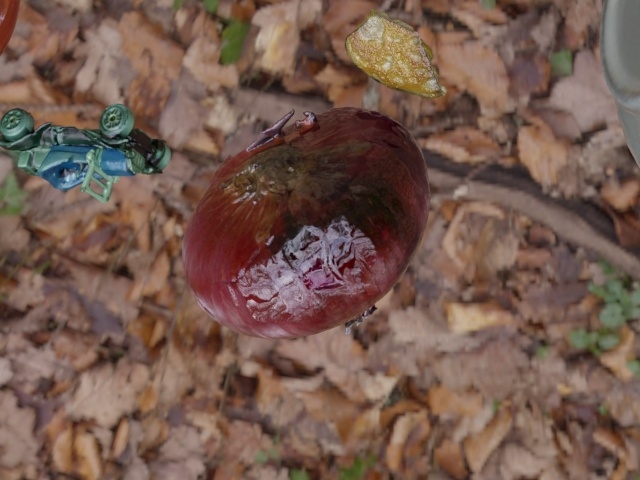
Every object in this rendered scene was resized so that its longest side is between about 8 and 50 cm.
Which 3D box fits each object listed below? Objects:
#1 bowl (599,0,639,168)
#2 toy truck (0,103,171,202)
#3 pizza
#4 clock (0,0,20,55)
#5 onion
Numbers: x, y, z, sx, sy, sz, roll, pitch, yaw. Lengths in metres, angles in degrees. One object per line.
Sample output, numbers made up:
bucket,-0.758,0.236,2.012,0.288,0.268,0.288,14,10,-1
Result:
bowl,0.257,-0.130,0.794,0.145,0.277,0.277,12,122,-16
toy truck,-0.215,-0.070,1.207,0.154,0.078,0.080,2,158,27
pizza,0.098,-0.240,1.751,0.160,0.035,0.099,27,129,25
clock,-0.280,-0.202,0.921,0.051,0.205,0.205,-11,121,28
onion,0.000,0.000,1.744,0.347,0.348,0.285,-21,126,17
